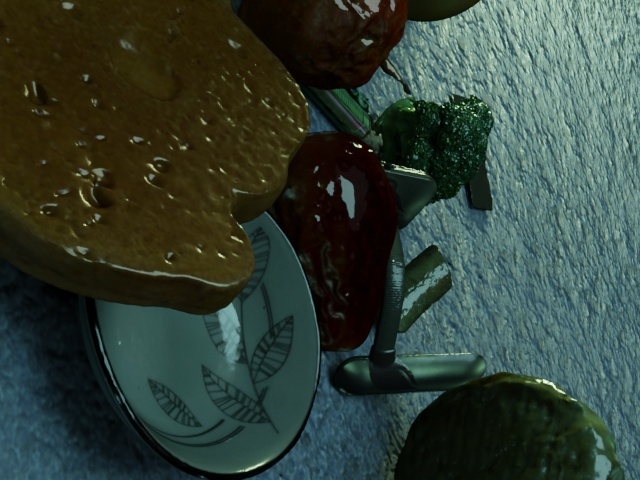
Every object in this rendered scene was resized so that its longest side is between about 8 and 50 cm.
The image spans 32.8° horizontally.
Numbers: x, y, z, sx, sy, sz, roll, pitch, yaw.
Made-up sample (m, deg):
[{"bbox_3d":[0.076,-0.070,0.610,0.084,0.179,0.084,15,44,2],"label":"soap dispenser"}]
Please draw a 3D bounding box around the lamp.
[{"bbox_3d":[0.124,0.052,1.388,0.203,0.124,0.283,8,67,-23],"label":"lamp"}]

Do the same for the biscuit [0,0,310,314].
[{"bbox_3d":[-0.185,-0.131,1.017,0.350,0.078,0.455,35,40,-13],"label":"biscuit"}]

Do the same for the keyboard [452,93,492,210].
[{"bbox_3d":[0.251,-0.146,1.806,0.074,0.015,0.196,3,75,-51],"label":"keyboard"}]

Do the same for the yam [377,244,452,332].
[{"bbox_3d":[0.125,0.070,1.484,0.146,0.070,0.069,-40,112,-26],"label":"yam"}]

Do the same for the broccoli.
[{"bbox_3d":[0.162,-0.134,1.546,0.195,0.195,0.156,10,31,-53],"label":"broccoli"}]

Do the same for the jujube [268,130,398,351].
[{"bbox_3d":[0.000,0.000,1.266,0.190,0.190,0.255,-10,103,-56],"label":"jujube"}]

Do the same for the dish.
[{"bbox_3d":[-0.137,0.086,1.078,0.316,0.106,0.316,24,57,-45],"label":"dish"}]

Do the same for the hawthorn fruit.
[{"bbox_3d":[0.030,-0.268,1.346,0.243,0.207,0.207,39,44,-12],"label":"hawthorn fruit"}]

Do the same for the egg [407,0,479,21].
[{"bbox_3d":[0.145,-0.473,1.537,0.351,0.283,0.282,78,19,-54],"label":"egg"}]

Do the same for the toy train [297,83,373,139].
[{"bbox_3d":[0.020,-0.202,1.476,0.148,0.038,0.070,44,44,-36],"label":"toy train"}]

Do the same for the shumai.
[{"bbox_3d":[0.276,0.329,1.373,0.289,0.330,0.291,30,39,-33],"label":"shumai"}]
